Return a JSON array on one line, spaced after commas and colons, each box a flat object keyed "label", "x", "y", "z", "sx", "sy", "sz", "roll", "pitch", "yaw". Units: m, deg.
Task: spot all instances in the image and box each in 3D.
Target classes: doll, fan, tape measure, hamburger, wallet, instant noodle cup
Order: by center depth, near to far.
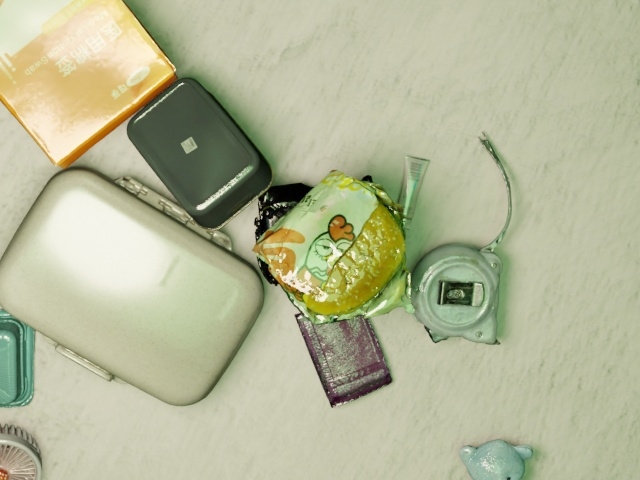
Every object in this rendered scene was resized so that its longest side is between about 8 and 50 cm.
[{"label": "hamburger", "x": 0.041, "y": 0.028, "z": 1.723, "sx": 0.214, "sy": 0.125, "sz": 0.235, "roll": -38, "pitch": 85, "yaw": 3}, {"label": "fan", "x": -0.527, "y": 0.308, "z": 1.798, "sx": 0.130, "sy": 0.074, "sz": 0.244, "roll": -41, "pitch": 119, "yaw": 12}, {"label": "instant noodle cup", "x": -0.525, "y": 0.185, "z": 1.817, "sx": 0.179, "sy": 0.070, "sz": 0.157, "roll": 1, "pitch": 100, "yaw": -8}, {"label": "tape measure", "x": 0.000, "y": 0.000, "z": 1.834, "sx": 0.199, "sy": 0.112, "sz": 0.186, "roll": -6, "pitch": 101, "yaw": -5}, {"label": "tape measure", "x": 0.221, "y": -0.001, "z": 1.873, "sx": 0.164, "sy": 0.084, "sz": 0.330, "roll": -1, "pitch": 100, "yaw": -11}, {"label": "wallet", "x": 0.037, "y": 0.172, "z": 1.901, "sx": 0.111, "sy": 0.030, "sz": 0.166, "roll": -22, "pitch": 100, "yaw": -2}, {"label": "doll", "x": 0.285, "y": 0.410, "z": 1.943, "sx": 0.120, "sy": 0.075, "sz": 0.180, "roll": -2, "pitch": 98, "yaw": -3}]

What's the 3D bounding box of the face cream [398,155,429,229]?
[{"label": "face cream", "x": 0.140, "y": -0.075, "z": 1.883, "sx": 0.038, "sy": 0.020, "sz": 0.115, "roll": 11, "pitch": 96, "yaw": -8}]

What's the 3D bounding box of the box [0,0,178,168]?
[{"label": "box", "x": -0.392, "y": -0.303, "z": 1.724, "sx": 0.225, "sy": 0.143, "sz": 0.341, "roll": -38, "pitch": 100, "yaw": 0}]

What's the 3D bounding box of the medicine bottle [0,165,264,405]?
[{"label": "medicine bottle", "x": -0.284, "y": 0.071, "z": 1.801, "sx": 0.375, "sy": 0.123, "sz": 0.282, "roll": 31, "pitch": 95, "yaw": -11}]

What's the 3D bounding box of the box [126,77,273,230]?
[{"label": "box", "x": -0.179, "y": -0.130, "z": 1.763, "sx": 0.144, "sy": 0.090, "sz": 0.201, "roll": -38, "pitch": 74, "yaw": 0}]
